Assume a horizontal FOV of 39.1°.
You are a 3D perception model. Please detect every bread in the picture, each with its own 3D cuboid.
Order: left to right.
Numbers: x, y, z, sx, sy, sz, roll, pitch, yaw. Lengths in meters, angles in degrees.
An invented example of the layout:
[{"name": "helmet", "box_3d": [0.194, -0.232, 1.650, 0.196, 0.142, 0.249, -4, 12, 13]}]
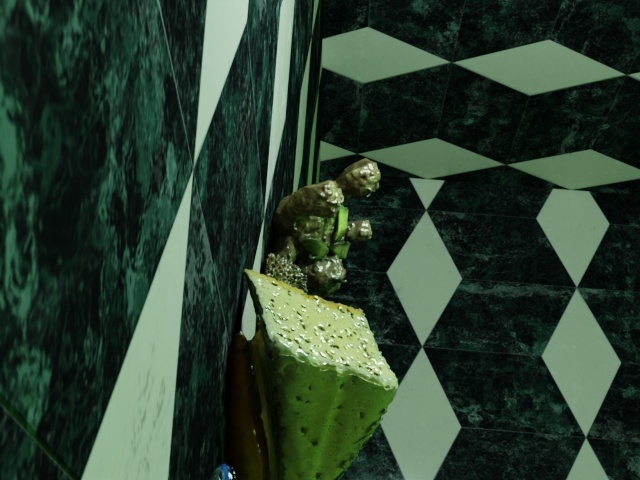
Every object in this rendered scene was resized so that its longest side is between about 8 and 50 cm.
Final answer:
[{"name": "bread", "box_3d": [-0.066, 0.230, 1.340, 0.315, 0.279, 0.248, -51, -149, 11]}]

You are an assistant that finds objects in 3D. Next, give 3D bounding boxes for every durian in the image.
[{"name": "durian", "box_3d": [-0.063, 0.100, 1.654, 0.188, 0.091, 0.149, 98, -3, -87]}]

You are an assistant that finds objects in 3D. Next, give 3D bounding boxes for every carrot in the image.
[{"name": "carrot", "box_3d": [-0.104, 0.245, 1.263, 0.061, 0.061, 0.257, -82, 173, -64]}]

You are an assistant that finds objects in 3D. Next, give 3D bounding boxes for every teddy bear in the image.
[{"name": "teddy bear", "box_3d": [0.006, -0.001, 1.754, 0.296, 0.246, 0.223, -23, -88, 54]}]

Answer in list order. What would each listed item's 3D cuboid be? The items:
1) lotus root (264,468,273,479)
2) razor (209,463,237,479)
[{"name": "lotus root", "box_3d": [-0.056, 0.500, 1.908, 0.275, 0.151, 0.160, -78, -179, -65]}, {"name": "razor", "box_3d": [-0.127, 0.414, 1.017, 0.056, 0.093, 0.324, 31, 52, -48]}]
